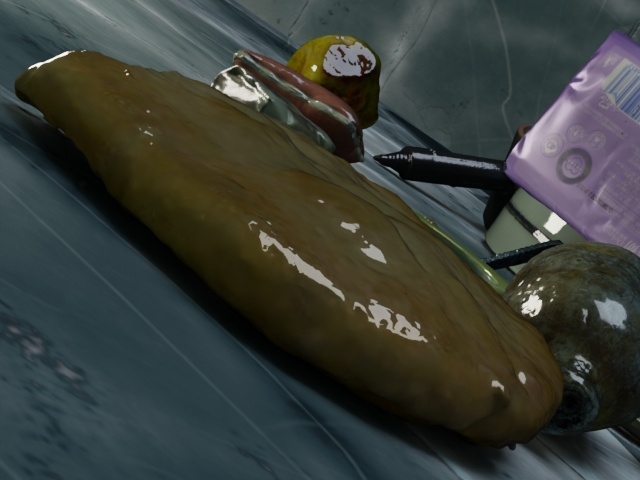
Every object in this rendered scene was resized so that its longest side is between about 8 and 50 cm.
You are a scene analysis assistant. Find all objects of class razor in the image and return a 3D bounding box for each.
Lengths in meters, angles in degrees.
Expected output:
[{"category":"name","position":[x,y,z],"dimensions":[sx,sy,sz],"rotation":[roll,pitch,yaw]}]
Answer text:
[{"category":"razor","position":[0.235,0.021,2.095],"dimensions":[0.190,0.033,0.066],"rotation":[-8,34,-32]}]

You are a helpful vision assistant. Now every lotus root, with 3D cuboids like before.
[{"category":"lotus root","position":[0.244,0.090,1.506],"dimensions":[0.175,0.175,0.349],"rotation":[37,12,4]}]

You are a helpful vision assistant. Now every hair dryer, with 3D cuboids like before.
[{"category":"hair dryer","position":[0.231,-0.098,2.673],"dimensions":[0.352,0.189,0.107],"rotation":[6,29,-26]}]

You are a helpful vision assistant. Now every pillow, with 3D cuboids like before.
[{"category":"pillow","position":[-0.030,-0.153,2.012],"dimensions":[0.179,0.075,0.171],"rotation":[31,-11,11]}]

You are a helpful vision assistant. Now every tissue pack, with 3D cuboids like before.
[{"category":"tissue pack","position":[0.437,-0.071,2.074],"dimensions":[0.338,0.242,0.160],"rotation":[44,7,35]}]

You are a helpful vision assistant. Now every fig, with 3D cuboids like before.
[{"category":"fig","position":[0.012,-0.234,2.430],"dimensions":[0.166,0.144,0.154],"rotation":[16,9,40]}]

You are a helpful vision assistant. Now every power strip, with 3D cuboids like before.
[{"category":"power strip","position":[0.430,0.039,2.528],"dimensions":[0.357,0.161,0.357],"rotation":[36,10,-7]}]

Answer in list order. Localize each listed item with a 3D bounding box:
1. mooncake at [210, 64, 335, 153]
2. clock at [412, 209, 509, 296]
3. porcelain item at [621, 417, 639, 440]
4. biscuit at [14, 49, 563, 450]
[{"category":"mooncake","position":[-0.060,-0.128,1.814],"dimensions":[0.125,0.073,0.130],"rotation":[33,10,-40]},{"category":"clock","position":[0.097,0.028,1.612],"dimensions":[0.170,0.069,0.232],"rotation":[41,11,24]},{"category":"porcelain item","position":[0.278,0.139,1.771],"dimensions":[0.213,0.054,0.084],"rotation":[35,7,-3]},{"category":"biscuit","position":[0.001,-0.001,1.274],"dimensions":[0.429,0.104,0.446],"rotation":[26,14,-45]}]
